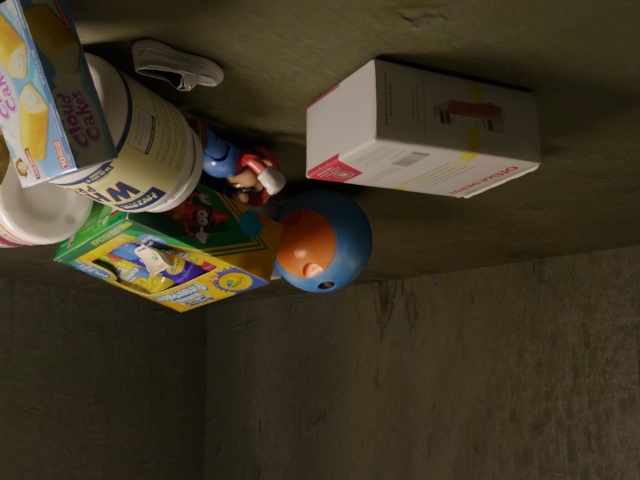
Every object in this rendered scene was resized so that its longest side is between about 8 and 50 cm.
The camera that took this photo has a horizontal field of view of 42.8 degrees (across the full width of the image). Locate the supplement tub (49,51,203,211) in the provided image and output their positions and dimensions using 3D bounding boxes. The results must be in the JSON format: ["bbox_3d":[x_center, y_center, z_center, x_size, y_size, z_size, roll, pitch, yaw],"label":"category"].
[{"bbox_3d":[-0.384,-0.185,1.519,0.235,0.236,0.325,-6,166,21],"label":"supplement tub"}]

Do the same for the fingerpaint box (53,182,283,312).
[{"bbox_3d":[-0.370,0.010,1.948,0.371,0.163,0.444,27,152,-30],"label":"fingerpaint box"}]

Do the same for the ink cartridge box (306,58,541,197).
[{"bbox_3d":[0.200,-0.208,1.624,0.384,0.161,0.279,6,166,-27],"label":"ink cartridge box"}]

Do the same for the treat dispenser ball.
[{"bbox_3d":[0.000,0.000,2.250,0.288,0.288,0.288,-1,167,0],"label":"treat dispenser ball"}]

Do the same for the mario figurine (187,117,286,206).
[{"bbox_3d":[-0.209,-0.149,1.809,0.170,0.198,0.320,-49,141,13],"label":"mario figurine"}]

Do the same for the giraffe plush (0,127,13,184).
[{"bbox_3d":[-0.685,-0.223,1.591,0.170,0.182,0.210,12,-160,-10],"label":"giraffe plush"}]

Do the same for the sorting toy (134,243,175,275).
[{"bbox_3d":[-0.360,0.033,1.757,0.075,0.045,0.083,32,148,-23],"label":"sorting toy"}]

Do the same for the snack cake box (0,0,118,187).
[{"bbox_3d":[-0.426,-0.227,1.249,0.152,0.265,0.089,-11,-170,37],"label":"snack cake box"}]

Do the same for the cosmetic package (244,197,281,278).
[{"bbox_3d":[-0.179,0.000,2.372,0.085,0.231,0.117,11,162,-43],"label":"cosmetic package"}]

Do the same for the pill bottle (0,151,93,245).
[{"bbox_3d":[-0.704,-0.096,1.888,0.224,0.224,0.392,10,172,-39],"label":"pill bottle"}]

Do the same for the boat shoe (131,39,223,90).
[{"bbox_3d":[-0.247,-0.295,1.429,0.066,0.063,0.184,-10,164,37],"label":"boat shoe"}]

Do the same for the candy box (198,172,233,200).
[{"bbox_3d":[-0.406,-0.092,2.198,0.316,0.122,0.268,1,167,0],"label":"candy box"}]
